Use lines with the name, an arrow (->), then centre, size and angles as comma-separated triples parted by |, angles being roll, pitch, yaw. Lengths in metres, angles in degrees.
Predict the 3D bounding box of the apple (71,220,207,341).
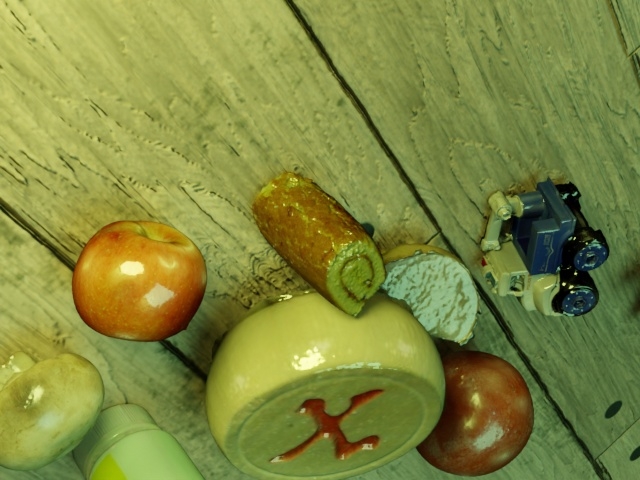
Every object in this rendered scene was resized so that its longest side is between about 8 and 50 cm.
apple -> -0.215, 0.051, 1.434 | 0.163, 0.163, 0.139 | 7, 111, -44

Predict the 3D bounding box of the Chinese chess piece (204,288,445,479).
Chinese chess piece -> 0.006, 0.209, 1.696 | 0.338, 0.140, 0.338 | -8, 140, -6

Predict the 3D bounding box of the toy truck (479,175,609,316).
toy truck -> 0.341, 0.017, 1.904 | 0.177, 0.161, 0.213 | -7, 131, -12

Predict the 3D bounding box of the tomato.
tomato -> 0.247, 0.284, 1.988 | 0.184, 0.208, 0.208 | 20, 109, -40

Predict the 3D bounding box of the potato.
potato -> 0.121, 0.062, 1.780 | 0.243, 0.098, 0.138 | 13, 105, -28

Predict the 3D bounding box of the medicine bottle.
medicine bottle -> -0.227, 0.333, 1.609 | 0.139, 0.225, 0.139 | -23, 136, -24

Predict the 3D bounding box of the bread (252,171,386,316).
bread -> 0.000, 0.000, 1.559 | 0.103, 0.172, 0.132 | -42, 142, -4

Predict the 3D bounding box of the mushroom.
mushroom -> -0.344, 0.203, 1.482 | 0.166, 0.127, 0.166 | -36, 163, -13
